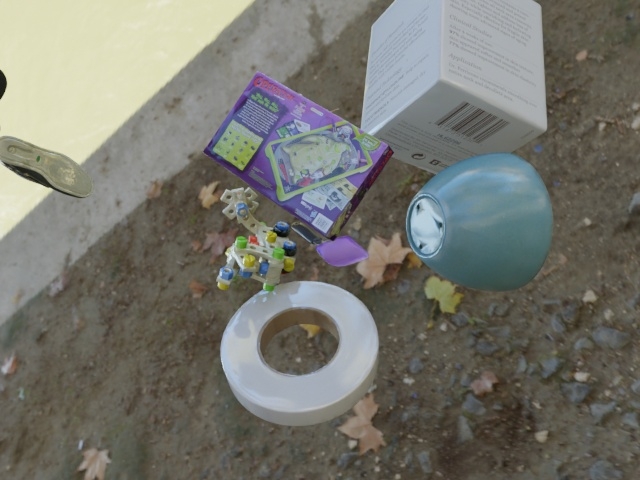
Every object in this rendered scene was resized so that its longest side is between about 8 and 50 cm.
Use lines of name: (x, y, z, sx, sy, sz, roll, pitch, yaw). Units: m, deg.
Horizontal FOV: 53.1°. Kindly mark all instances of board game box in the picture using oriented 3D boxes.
board game box: (-0.052, -0.173, 1.260, 0.346, 0.056, 0.208, 35, 95, 26)

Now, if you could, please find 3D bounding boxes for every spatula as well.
spatula: (0.000, 0.000, 1.363, 0.296, 0.084, 0.030, 27, 132, 62)

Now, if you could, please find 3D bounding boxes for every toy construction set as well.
toy construction set: (-0.175, 0.006, 1.693, 0.328, 0.214, 0.151, -102, 26, -44)

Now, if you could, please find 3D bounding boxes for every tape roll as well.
tape roll: (-0.049, 0.264, 1.574, 0.391, 0.072, 0.392, -3, 46, 4)

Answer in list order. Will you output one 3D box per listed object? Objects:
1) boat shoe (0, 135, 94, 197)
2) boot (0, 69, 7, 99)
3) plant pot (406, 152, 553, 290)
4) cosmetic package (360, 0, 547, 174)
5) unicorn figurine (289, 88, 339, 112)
boat shoe: (-0.643, -0.166, 1.492, 0.079, 0.233, 0.084, -20, 49, 53)
boot: (-0.917, -0.358, 1.590, 0.178, 0.085, 0.236, 9, 48, 16)
plant pot: (0.290, -0.033, 1.302, 0.290, 0.195, 0.290, 13, 104, 63)
cosmetic package: (0.331, -0.419, 1.614, 0.327, 0.329, 0.394, -34, 43, 56)
unicorn figurine: (-0.036, -0.376, 1.809, 0.111, 0.161, 0.060, -100, 30, -75)
